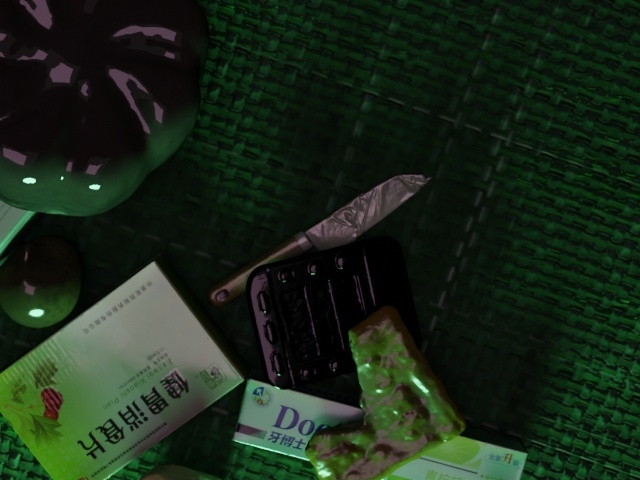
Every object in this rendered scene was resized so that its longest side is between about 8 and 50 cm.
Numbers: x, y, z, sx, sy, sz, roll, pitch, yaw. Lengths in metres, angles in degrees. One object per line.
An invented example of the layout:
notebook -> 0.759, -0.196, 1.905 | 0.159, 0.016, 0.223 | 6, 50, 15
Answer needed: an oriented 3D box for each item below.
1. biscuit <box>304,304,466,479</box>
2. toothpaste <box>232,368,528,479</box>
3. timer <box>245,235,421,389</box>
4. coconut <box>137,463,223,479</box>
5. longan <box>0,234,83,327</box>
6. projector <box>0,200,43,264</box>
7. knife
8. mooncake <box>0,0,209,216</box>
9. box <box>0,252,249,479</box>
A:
biscuit -> 0.051, 0.188, 1.236 | 0.183, 0.039, 0.174 | -35, 101, 2
toothpaste -> 0.068, 0.236, 1.299 | 0.336, 0.067, 0.081 | 15, 95, -1
timer -> 0.013, 0.081, 1.270 | 0.187, 0.055, 0.144 | -13, 94, -13
coconut -> -0.160, 0.327, 1.295 | 0.116, 0.122, 0.116 | -10, 66, 23
longan -> -0.318, 0.045, 1.263 | 0.092, 0.113, 0.113 | 23, 99, 23
projector -> -0.438, -0.030, 1.261 | 0.192, 0.099, 0.257 | 40, 97, -3
knife -> 0.000, 0.000, 1.292 | 0.298, 0.017, 0.047 | -33, 98, 2
mooncake -> -0.258, -0.179, 1.161 | 0.306, 0.154, 0.306 | 2, 82, -15
box -> -0.239, 0.161, 1.299 | 0.260, 0.062, 0.175 | -36, 96, 5
